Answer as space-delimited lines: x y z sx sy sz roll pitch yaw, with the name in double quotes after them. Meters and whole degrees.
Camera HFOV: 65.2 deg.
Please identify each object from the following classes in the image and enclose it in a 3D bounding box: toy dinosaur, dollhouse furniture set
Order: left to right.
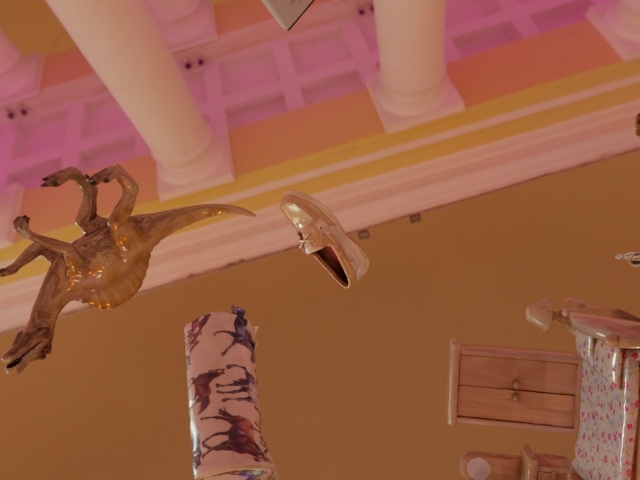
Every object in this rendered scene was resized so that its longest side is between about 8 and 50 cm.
-0.132 -0.002 0.320 0.053 0.093 0.183 19 -132 38 "toy dinosaur"
0.242 0.226 0.554 0.173 0.355 0.304 2 -88 10 "dollhouse furniture set"

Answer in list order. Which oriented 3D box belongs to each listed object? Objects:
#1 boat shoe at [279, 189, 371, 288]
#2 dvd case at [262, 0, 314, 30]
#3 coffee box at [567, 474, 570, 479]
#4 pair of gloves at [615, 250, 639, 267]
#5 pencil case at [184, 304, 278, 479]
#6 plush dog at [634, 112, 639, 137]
0.000 0.000 0.725 0.170 0.063 0.059 44 -124 -6 "boat shoe"
-0.042 -0.381 0.541 0.180 0.253 0.022 -49 -122 3 "dvd case"
0.369 0.604 0.677 0.338 0.334 0.338 33 -73 36 "coffee box"
0.794 0.018 1.064 0.203 0.240 0.042 -4 -100 -23 "pair of gloves"
-0.204 0.350 1.124 0.183 0.160 0.411 -3 -134 -15 "pencil case"
0.328 -0.142 0.307 0.225 0.263 0.211 -21 -127 -6 "plush dog"
